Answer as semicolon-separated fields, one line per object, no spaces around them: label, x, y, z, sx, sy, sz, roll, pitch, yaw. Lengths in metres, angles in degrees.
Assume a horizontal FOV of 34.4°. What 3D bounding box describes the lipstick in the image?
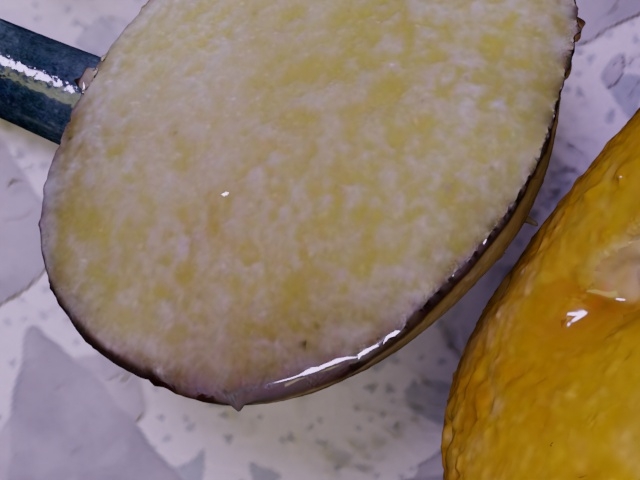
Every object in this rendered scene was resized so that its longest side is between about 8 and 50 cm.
lipstick;-0.231;-0.122;0.546;0.234;0.053;0.053;25;95;-9

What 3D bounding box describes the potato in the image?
potato;-0.004;-0.044;0.532;0.239;0.116;0.299;24;68;19

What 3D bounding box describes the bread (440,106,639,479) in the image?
bread;0.224;0.032;0.496;0.250;0.361;0.394;42;94;13
